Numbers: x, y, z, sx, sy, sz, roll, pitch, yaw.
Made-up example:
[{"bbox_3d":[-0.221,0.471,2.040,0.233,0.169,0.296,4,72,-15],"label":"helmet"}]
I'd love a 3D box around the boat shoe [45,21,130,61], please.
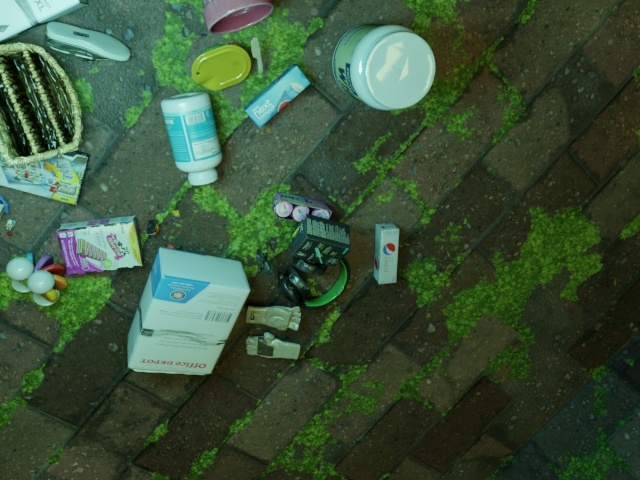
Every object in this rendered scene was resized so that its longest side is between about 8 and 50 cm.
[{"bbox_3d":[-0.652,-0.544,1.510,0.219,0.077,0.070,13,141,-24],"label":"boat shoe"}]

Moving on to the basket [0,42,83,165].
[{"bbox_3d":[-0.768,-0.368,1.441,0.214,0.223,0.299,-18,105,-12],"label":"basket"}]

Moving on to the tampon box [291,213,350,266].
[{"bbox_3d":[0.000,0.000,1.766,0.161,0.101,0.120,15,142,-22],"label":"tampon box"}]

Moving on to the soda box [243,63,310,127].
[{"bbox_3d":[-0.136,-0.450,1.672,0.210,0.067,0.071,-40,115,5],"label":"soda box"}]

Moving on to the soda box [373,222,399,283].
[{"bbox_3d":[0.240,0.048,1.966,0.069,0.074,0.216,-4,112,-12],"label":"soda box"}]

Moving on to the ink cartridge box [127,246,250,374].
[{"bbox_3d":[-0.444,0.243,1.770,0.286,0.166,0.395,13,119,-29],"label":"ink cartridge box"}]

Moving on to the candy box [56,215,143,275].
[{"bbox_3d":[-0.701,0.016,1.723,0.234,0.071,0.159,-8,113,-11],"label":"candy box"}]

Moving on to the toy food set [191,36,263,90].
[{"bbox_3d":[-0.282,-0.536,1.607,0.218,0.071,0.128,-20,139,-3],"label":"toy food set"}]

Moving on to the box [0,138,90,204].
[{"bbox_3d":[-0.832,-0.216,1.609,0.233,0.044,0.159,16,106,-19],"label":"box"}]

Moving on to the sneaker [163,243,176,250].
[{"bbox_3d":[-0.475,0.107,1.823,0.128,0.087,0.221,1,124,-23],"label":"sneaker"}]

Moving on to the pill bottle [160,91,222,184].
[{"bbox_3d":[-0.382,-0.306,1.627,0.146,0.146,0.264,-12,114,-9],"label":"pill bottle"}]

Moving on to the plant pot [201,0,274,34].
[{"bbox_3d":[-0.251,-0.696,1.484,0.201,0.201,0.180,-22,100,-4],"label":"plant pot"}]

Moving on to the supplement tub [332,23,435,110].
[{"bbox_3d":[0.181,-0.512,1.581,0.236,0.325,0.235,-5,113,-12],"label":"supplement tub"}]

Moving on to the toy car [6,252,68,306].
[{"bbox_3d":[-0.880,0.108,1.686,0.182,0.136,0.159,32,147,1],"label":"toy car"}]

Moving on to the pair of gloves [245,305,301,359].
[{"bbox_3d":[-0.174,0.339,1.983,0.204,0.042,0.240,2,117,-1],"label":"pair of gloves"}]

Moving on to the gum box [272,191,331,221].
[{"bbox_3d":[-0.069,-0.106,1.808,0.188,0.107,0.062,11,109,-17],"label":"gum box"}]

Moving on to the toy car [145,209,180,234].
[{"bbox_3d":[-0.509,-0.050,1.754,0.122,0.060,0.040,-19,147,2],"label":"toy car"}]

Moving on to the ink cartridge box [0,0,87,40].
[{"bbox_3d":[-0.809,-0.657,1.386,0.307,0.129,0.223,-26,116,-3],"label":"ink cartridge box"}]

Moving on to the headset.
[{"bbox_3d":[-0.055,0.121,1.862,0.394,0.185,0.243,27,104,-34],"label":"headset"}]

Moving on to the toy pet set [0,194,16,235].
[{"bbox_3d":[-0.991,-0.083,1.631,0.122,0.065,0.114,17,142,-17],"label":"toy pet set"}]
